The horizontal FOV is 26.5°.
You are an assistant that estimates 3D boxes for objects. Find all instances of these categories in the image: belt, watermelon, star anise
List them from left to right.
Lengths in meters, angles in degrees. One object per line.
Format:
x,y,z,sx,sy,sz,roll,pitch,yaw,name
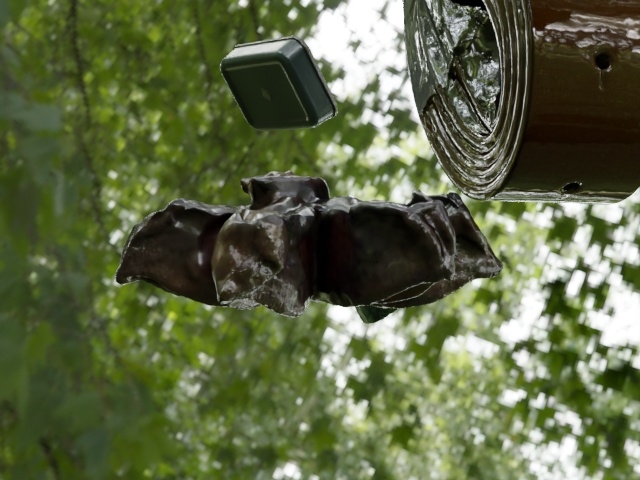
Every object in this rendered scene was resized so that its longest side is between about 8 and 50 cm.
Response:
-0.006,0.000,0.887,0.214,0.220,0.099,-7,-93,37,star anise
0.067,0.042,1.397,0.061,0.085,0.085,2,-22,-38,watermelon
0.158,-0.160,1.068,0.122,0.339,0.217,2,-55,-15,belt

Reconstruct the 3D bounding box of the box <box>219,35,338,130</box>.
-0.044,-0.149,1.322,0.126,0.031,0.091,4,-53,53,box
